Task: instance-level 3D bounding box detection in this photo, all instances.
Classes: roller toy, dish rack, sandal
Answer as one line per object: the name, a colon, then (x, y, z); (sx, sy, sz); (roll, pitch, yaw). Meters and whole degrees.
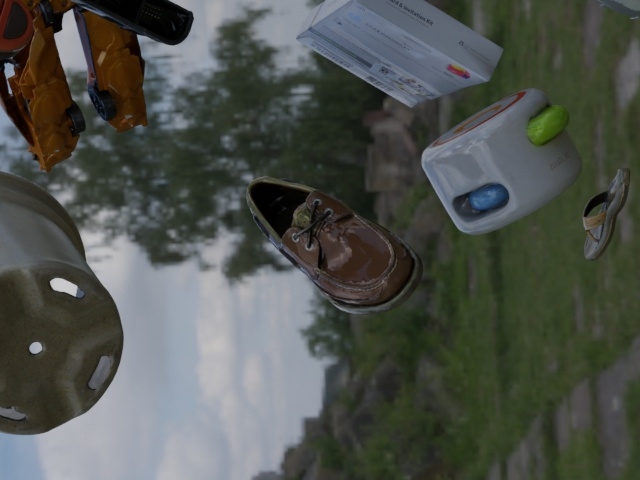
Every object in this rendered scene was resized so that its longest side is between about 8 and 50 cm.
roller toy: (0.245, -0.100, 1.588); (0.146, 0.191, 0.209); (59, 180, -8)
dish rack: (-0.193, -0.348, 1.147); (0.208, 0.074, 0.271); (23, -100, -48)
sandal: (0.436, -0.045, 1.839); (0.180, 0.049, 0.072); (100, -179, -47)

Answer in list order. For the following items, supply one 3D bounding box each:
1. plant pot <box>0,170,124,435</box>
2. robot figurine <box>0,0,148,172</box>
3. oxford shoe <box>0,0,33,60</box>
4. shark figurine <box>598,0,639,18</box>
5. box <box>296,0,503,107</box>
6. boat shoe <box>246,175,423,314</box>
plant pot: (-0.416, 0.099, 1.545); (0.305, 0.334, 0.333); (27, 125, 56)
robot figurine: (-0.286, -0.220, 1.310); (0.085, 0.211, 0.291); (45, 153, 35)
oxford shoe: (-0.376, -0.184, 0.983); (0.098, 0.271, 0.096); (108, 171, -50)
shark figurine: (0.498, -0.385, 1.872); (0.116, 0.278, 0.166); (141, 115, -70)
box: (0.069, -0.187, 1.125); (0.038, 0.145, 0.186); (-64, 14, -8)
boat shoe: (0.000, 0.000, 1.434); (0.104, 0.110, 0.307); (41, 171, -34)
